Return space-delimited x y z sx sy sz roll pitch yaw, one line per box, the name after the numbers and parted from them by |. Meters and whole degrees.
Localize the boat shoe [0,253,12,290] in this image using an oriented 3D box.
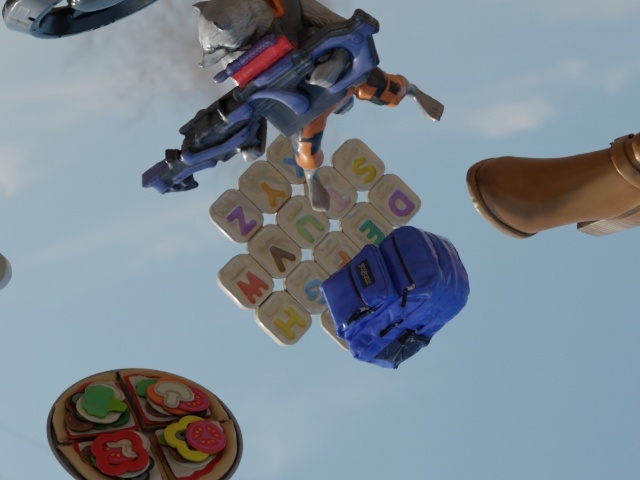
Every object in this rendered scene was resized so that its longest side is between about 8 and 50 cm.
-0.479 0.062 2.103 0.219 0.070 0.077 -11 -119 21 | boat shoe

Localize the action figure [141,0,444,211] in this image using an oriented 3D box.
-0.056 -0.171 1.950 0.341 0.330 0.178 -29 -132 16 | action figure

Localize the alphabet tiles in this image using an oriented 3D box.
0.000 0.000 2.222 0.284 0.278 0.021 -46 -174 -16 | alphabet tiles

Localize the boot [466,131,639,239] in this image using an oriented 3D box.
0.332 -0.076 1.939 0.283 0.109 0.220 14 152 -35 | boot

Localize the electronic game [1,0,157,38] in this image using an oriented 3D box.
-0.230 -0.276 1.757 0.229 0.048 0.229 -25 175 -2 | electronic game

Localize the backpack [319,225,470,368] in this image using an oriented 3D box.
0.069 0.047 1.496 0.120 0.098 0.101 -38 148 24 | backpack

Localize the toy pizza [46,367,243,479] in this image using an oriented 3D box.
-0.176 0.191 1.676 0.201 0.032 0.201 9 -144 -6 | toy pizza
